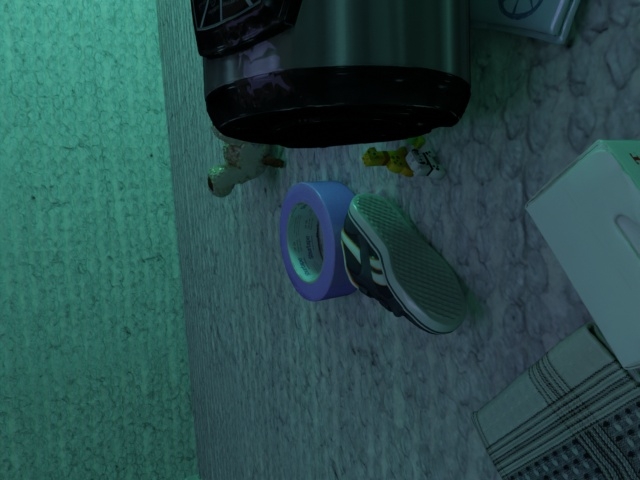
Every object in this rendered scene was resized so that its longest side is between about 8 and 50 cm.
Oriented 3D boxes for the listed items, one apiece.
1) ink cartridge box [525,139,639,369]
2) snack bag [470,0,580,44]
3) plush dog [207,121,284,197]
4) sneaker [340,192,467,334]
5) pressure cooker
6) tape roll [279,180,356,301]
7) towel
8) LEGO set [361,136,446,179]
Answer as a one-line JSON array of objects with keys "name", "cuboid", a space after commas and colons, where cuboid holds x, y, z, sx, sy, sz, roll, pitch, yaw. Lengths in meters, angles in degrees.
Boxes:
[{"name": "ink cartridge box", "cuboid": [0.310, 0.000, 0.410, 0.093, 0.219, 0.160, -55, 49, 51]}, {"name": "snack bag", "cuboid": [0.240, -0.449, 0.631, 0.342, 0.037, 0.323, 47, 135, 52]}, {"name": "plush dog", "cuboid": [-0.219, -0.266, 1.404, 0.225, 0.210, 0.263, -113, 29, -65]}, {"name": "sneaker", "cuboid": [0.134, 0.058, 0.851, 0.321, 0.126, 0.128, -118, 35, -43]}, {"name": "pressure cooker", "cuboid": [0.012, -0.355, 0.657, 0.375, 0.369, 0.421, -155, 63, -81]}, {"name": "tape roll", "cuboid": [0.000, 0.000, 1.119, 0.274, 0.090, 0.275, 20, 112, 59]}, {"name": "towel", "cuboid": [0.322, 0.271, 0.511, 0.312, 0.056, 0.324, 65, 146, 32]}, {"name": "LEGO set", "cuboid": [0.117, -0.180, 0.855, 0.087, 0.093, 0.227, -58, 47, 50]}]
